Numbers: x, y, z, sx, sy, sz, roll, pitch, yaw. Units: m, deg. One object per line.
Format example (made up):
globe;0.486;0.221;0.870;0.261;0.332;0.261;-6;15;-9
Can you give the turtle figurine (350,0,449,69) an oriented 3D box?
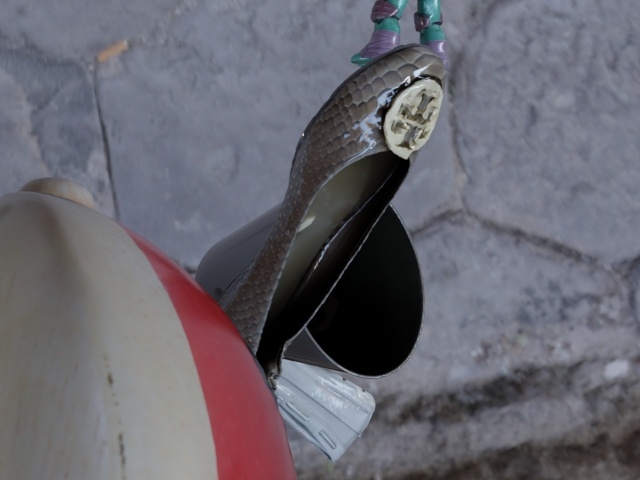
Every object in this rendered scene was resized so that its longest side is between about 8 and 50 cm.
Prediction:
turtle figurine;0.089;-0.301;1.449;0.175;0.118;0.234;2;87;-21

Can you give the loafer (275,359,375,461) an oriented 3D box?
loafer;-0.069;0.181;1.709;0.319;0.112;0.111;32;82;-27

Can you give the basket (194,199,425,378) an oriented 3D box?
basket;-0.024;0.047;1.400;0.154;0.227;0.204;-22;95;-32

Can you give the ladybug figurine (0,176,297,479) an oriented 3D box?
ladybug figurine;-0.108;0.193;0.599;0.162;0.305;0.449;9;78;-33

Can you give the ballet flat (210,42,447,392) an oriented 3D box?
ballet flat;0.000;0.000;0.778;0.084;0.058;0.250;16;116;-47
